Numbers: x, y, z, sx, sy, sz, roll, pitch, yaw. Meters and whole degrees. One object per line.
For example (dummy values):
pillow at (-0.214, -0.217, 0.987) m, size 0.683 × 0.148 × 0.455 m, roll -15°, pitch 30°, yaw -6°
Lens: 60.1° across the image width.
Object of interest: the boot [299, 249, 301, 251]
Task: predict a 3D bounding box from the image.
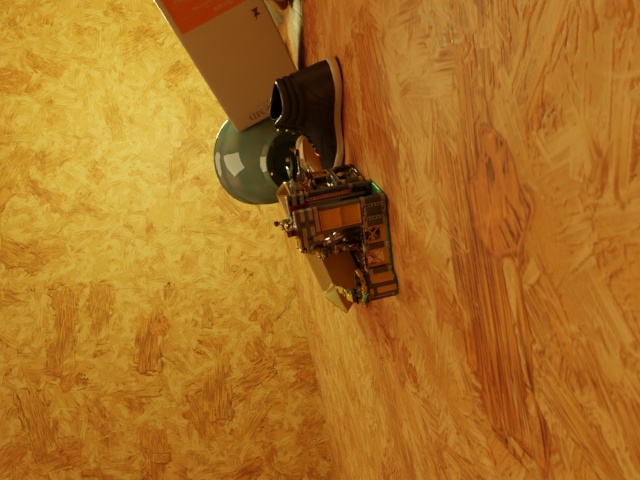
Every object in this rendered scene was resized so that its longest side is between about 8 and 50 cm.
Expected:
boot at (-0.055, -0.019, 2.008) m, size 0.190 × 0.069 × 0.086 m, roll -115°, pitch 12°, yaw -66°

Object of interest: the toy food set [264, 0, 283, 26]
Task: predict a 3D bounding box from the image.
toy food set at (-0.255, -0.768, 1.622) m, size 0.306 × 0.092 × 0.220 m, roll 45°, pitch -172°, yaw 21°

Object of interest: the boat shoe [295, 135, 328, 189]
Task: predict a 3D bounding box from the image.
boat shoe at (-0.008, -0.187, 1.457) m, size 0.072 × 0.068 × 0.190 m, roll 29°, pitch 143°, yaw 63°

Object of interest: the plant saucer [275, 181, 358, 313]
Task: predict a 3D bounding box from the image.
plant saucer at (0.000, 0.000, 1.402) m, size 0.332 × 0.081 × 0.333 m, roll 64°, pitch 173°, yaw -4°

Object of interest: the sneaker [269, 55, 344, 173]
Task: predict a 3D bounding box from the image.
sneaker at (-0.031, -0.244, 1.178) m, size 0.295 × 0.147 × 0.104 m, roll 85°, pitch 168°, yaw -51°

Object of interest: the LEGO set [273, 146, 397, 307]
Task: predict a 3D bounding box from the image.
LEGO set at (0.008, -0.017, 1.074) m, size 0.331 × 0.192 × 0.254 m, roll -113°, pitch 13°, yaw -56°

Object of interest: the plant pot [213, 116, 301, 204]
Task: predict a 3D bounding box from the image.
plant pot at (-0.135, -0.237, 1.607) m, size 0.196 × 0.293 × 0.293 m, roll 16°, pitch 122°, yaw 51°

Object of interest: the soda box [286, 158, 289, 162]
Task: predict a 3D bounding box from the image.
soda box at (-0.156, -0.380, 2.000) m, size 0.286 × 0.091 × 0.098 m, roll -122°, pitch 20°, yaw -51°

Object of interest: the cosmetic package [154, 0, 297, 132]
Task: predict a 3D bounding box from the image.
cosmetic package at (-0.231, -0.527, 1.403) m, size 0.453 × 0.230 × 0.161 m, roll 58°, pitch -174°, yaw -46°

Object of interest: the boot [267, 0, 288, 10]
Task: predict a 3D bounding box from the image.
boot at (-0.122, -0.650, 1.391) m, size 0.283 × 0.109 × 0.220 m, roll 60°, pitch 176°, yaw 20°
